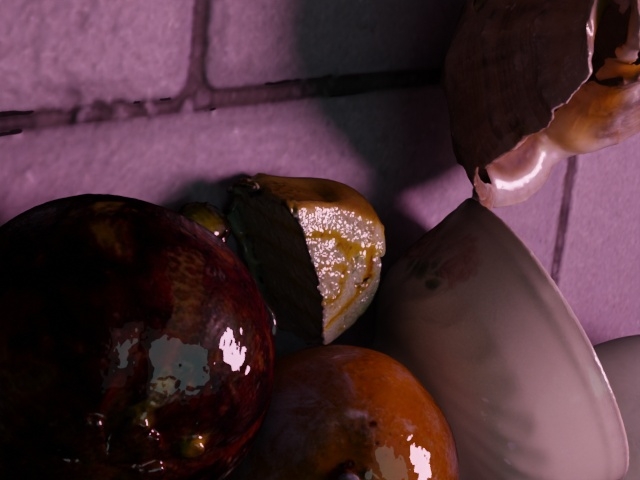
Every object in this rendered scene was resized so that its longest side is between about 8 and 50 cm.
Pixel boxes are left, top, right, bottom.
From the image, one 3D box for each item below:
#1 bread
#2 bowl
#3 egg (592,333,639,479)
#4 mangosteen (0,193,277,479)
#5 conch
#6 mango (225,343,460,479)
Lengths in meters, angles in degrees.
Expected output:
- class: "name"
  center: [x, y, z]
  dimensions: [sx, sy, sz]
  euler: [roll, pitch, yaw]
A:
- class: "bread"
  center: [0.000, -0.005, 1.127]
  dimensions: [0.110, 0.103, 0.156]
  euler: [-35, 135, -24]
- class: "bowl"
  center: [0.133, 0.118, 1.217]
  dimensions: [0.145, 0.277, 0.277]
  euler: [-30, 129, -8]
- class: "egg"
  center: [0.352, 0.234, 1.457]
  dimensions: [0.389, 0.276, 0.276]
  euler: [5, 103, -48]
- class: "mangosteen"
  center: [-0.139, 0.059, 0.968]
  dimensions: [0.289, 0.231, 0.231]
  euler: [-79, 163, -59]
- class: "conch"
  center: [0.193, -0.153, 1.199]
  dimensions: [0.263, 0.186, 0.324]
  euler: [-54, 162, -3]
- class: "mango"
  center: [0.004, 0.201, 1.111]
  dimensions: [0.384, 0.199, 0.221]
  euler: [90, 2, -75]
